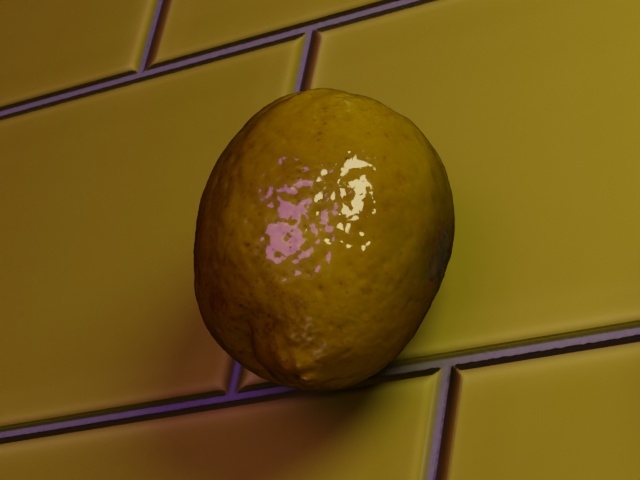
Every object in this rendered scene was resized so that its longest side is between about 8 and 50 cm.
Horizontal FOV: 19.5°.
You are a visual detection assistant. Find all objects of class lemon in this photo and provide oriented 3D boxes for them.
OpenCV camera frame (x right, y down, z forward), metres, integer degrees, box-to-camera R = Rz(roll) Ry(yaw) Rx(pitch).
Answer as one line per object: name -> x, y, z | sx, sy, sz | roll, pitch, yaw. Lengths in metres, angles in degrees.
lemon -> 0.000, 0.000, 1.180 | 0.170, 0.170, 0.207 | -2, 58, 36
